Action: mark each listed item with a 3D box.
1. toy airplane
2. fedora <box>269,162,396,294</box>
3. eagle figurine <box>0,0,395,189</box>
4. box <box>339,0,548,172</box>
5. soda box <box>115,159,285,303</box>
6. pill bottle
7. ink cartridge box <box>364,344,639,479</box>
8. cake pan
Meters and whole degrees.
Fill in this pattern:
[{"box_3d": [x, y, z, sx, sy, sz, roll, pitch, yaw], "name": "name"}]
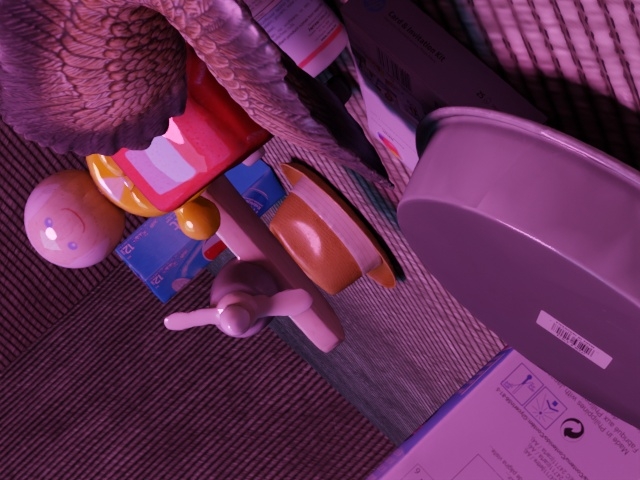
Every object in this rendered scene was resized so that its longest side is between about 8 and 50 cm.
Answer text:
[{"box_3d": [-0.152, -0.087, 1.193, 0.386, 0.272, 0.384, 42, 171, 32], "name": "toy airplane"}, {"box_3d": [0.000, 0.000, 1.510, 0.194, 0.079, 0.194, 46, 171, 9], "name": "fedora"}, {"box_3d": [-0.081, -0.141, 0.786, 0.226, 0.225, 0.298, -129, 28, -53], "name": "eagle figurine"}, {"box_3d": [0.084, -0.074, 0.882, 0.145, 0.038, 0.186, 44, 170, 20], "name": "box"}, {"box_3d": [-0.149, -0.024, 1.690, 0.071, 0.210, 0.067, 42, 171, 33], "name": "soda box"}, {"box_3d": [-0.060, -0.177, 0.948, 0.160, 0.087, 0.087, 49, 171, -13], "name": "pill bottle"}, {"box_3d": [0.134, 0.268, 0.996, 0.270, 0.395, 0.151, 46, 172, 10], "name": "ink cartridge box"}, {"box_3d": [0.162, 0.035, 0.789, 0.293, 0.054, 0.293, 36, 169, 8], "name": "cake pan"}]
